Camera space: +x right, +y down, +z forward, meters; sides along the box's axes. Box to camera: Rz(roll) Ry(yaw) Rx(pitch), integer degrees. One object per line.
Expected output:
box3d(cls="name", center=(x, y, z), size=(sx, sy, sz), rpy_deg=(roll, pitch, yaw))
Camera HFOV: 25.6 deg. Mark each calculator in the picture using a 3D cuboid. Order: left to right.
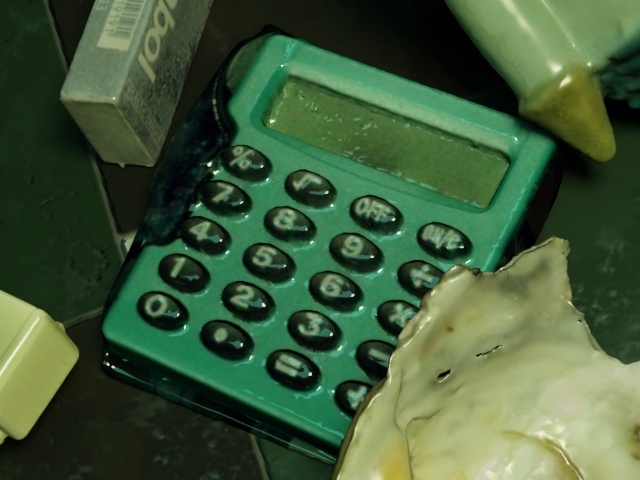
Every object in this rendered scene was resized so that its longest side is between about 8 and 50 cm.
box3d(cls="calculator", center=(0.000, 0.000, 0.921), size=(0.248, 0.058, 0.274), rpy_deg=(22, 72, 22))

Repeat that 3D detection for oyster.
box3d(cls="oyster", center=(0.092, 0.155, 0.799), size=(0.271, 0.100, 0.275), rpy_deg=(-16, 79, -1))

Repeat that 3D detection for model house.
box3d(cls="model house", center=(0.220, -0.169, 0.911), size=(0.325, 0.194, 0.267), rpy_deg=(52, 50, -5))

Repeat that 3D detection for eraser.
box3d(cls="eraser", center=(-0.119, -0.165, 1.007), size=(0.046, 0.092, 0.213), rpy_deg=(9, 67, 17))

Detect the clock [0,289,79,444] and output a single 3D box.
box3d(cls="clock", center=(-0.343, 0.171, 0.883), size=(0.276, 0.120, 0.379), rpy_deg=(19, 69, 25))
